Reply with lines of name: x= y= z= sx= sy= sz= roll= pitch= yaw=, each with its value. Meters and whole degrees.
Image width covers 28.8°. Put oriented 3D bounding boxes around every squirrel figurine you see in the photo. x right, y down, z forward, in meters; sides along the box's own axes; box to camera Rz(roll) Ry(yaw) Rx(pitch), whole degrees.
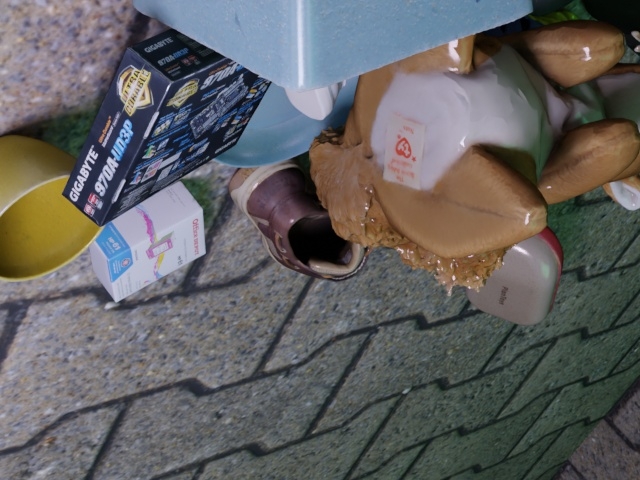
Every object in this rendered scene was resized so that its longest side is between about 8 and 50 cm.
squirrel figurine: x=0.205 y=-0.108 z=1.391 sx=0.370 sy=0.281 sz=0.397 roll=-11 pitch=164 yaw=-39

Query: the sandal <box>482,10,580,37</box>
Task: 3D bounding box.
sandal: x=0.261 y=-0.216 z=1.551 sx=0.317 sy=0.138 sz=0.126 roll=-12 pitch=144 yaw=-42

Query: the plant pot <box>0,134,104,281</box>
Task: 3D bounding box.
plant pot: x=-0.275 y=-0.042 z=1.155 sx=0.134 sy=0.095 sz=0.134 roll=-32 pitch=153 yaw=-18

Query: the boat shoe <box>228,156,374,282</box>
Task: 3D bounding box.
boat shoe: x=0.000 y=0.000 z=1.551 sx=0.123 sy=0.123 sz=0.342 roll=-40 pitch=154 yaw=-1

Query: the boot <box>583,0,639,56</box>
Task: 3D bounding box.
boot: x=0.439 y=-0.336 z=1.678 sx=0.305 sy=0.112 sz=0.115 roll=22 pitch=85 yaw=-56

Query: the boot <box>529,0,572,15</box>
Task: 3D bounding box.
boot: x=0.254 y=-0.427 z=1.230 sx=0.367 sy=0.146 sz=0.445 roll=-12 pitch=147 yaw=-41

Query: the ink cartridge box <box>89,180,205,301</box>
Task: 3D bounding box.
ink cartridge box: x=-0.191 y=0.001 z=1.383 sx=0.122 sy=0.052 sz=0.088 roll=-31 pitch=152 yaw=-21

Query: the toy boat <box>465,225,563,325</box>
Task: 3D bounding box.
toy boat: x=0.329 y=0.026 z=2.048 sx=0.231 sy=0.151 sz=0.151 roll=88 pitch=26 yaw=-59

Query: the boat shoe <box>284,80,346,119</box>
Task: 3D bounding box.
boat shoe: x=-0.004 y=-0.192 z=1.230 sx=0.063 sy=0.066 sz=0.184 roll=-55 pitch=152 yaw=-21

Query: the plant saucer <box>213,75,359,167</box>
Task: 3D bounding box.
plant saucer: x=-0.013 y=-0.208 z=1.304 sx=0.318 sy=0.043 sz=0.317 roll=-31 pitch=153 yaw=-18

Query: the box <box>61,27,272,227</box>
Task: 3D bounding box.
box: x=-0.117 y=-0.123 z=1.108 sx=0.220 sy=0.051 sz=0.175 roll=-38 pitch=166 yaw=-50

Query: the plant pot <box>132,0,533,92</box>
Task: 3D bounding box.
plant pot: x=0.003 y=-0.299 z=0.976 sx=0.248 sy=0.247 sz=0.252 roll=-23 pitch=127 yaw=-31
